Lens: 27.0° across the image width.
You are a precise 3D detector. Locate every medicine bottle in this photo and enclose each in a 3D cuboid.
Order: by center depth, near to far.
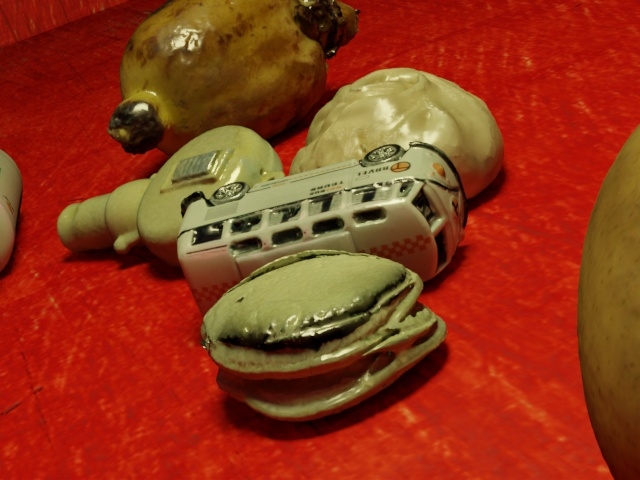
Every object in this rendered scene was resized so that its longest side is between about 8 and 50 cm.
[{"bbox_3d":[-0.324,-0.021,1.230,0.095,0.095,0.260,-20,19,-5],"label":"medicine bottle"}]

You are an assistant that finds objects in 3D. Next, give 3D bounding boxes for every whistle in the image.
[{"bbox_3d":[-0.124,-0.030,1.083,0.258,0.067,0.126,-11,42,43],"label":"whistle"}]

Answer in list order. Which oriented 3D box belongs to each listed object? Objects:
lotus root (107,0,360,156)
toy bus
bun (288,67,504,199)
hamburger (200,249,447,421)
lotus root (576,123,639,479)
[{"bbox_3d":[-0.098,-0.170,1.316,0.314,0.169,0.141,-34,12,-38],"label":"lotus root"},{"bbox_3d":[0.000,0.000,0.885,0.194,0.087,0.089,-13,26,15],"label":"toy bus"},{"bbox_3d":[0.049,-0.076,1.018,0.183,0.102,0.183,-19,17,6],"label":"bun"},{"bbox_3d":[-0.002,0.051,0.772,0.133,0.062,0.140,-27,18,-28],"label":"hamburger"},{"bbox_3d":[0.184,0.041,0.484,0.182,0.183,0.310,-10,31,23],"label":"lotus root"}]
